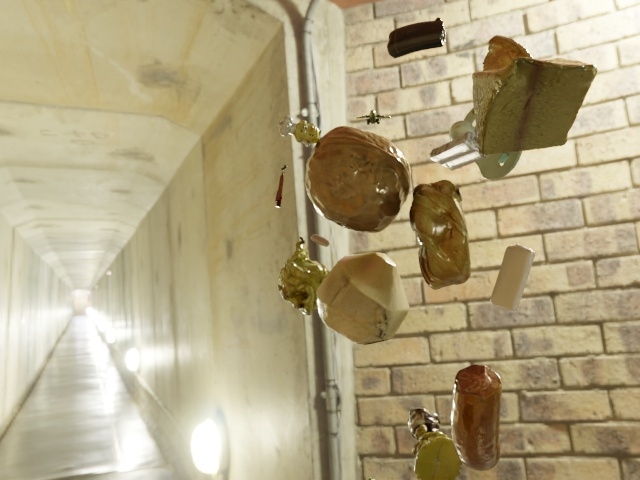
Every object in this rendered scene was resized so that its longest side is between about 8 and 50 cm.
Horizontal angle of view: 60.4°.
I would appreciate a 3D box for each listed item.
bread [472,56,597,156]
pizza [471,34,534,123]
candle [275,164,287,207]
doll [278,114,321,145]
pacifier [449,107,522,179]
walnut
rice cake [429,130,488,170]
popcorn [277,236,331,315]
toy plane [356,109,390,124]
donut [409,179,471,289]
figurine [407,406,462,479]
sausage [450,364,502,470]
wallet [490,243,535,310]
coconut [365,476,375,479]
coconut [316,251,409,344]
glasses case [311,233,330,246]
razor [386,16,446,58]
[{"bbox_3d":[0.493,-0.306,1.288,0.233,0.245,0.362,-6,16,12],"label":"bread"},{"bbox_3d":[0.582,-0.510,1.799,0.075,0.280,0.288,-2,-36,-24],"label":"pizza"},{"bbox_3d":[-0.148,-0.205,2.048,0.026,0.167,0.021,10,-12,-9],"label":"candle"},{"bbox_3d":[-0.078,-0.402,2.008,0.162,0.106,0.062,16,-31,-9],"label":"doll"},{"bbox_3d":[0.599,-0.394,2.041,0.269,0.343,0.288,4,-56,-32],"label":"pacifier"},{"bbox_3d":[0.126,-0.208,1.878,0.381,0.381,0.381,-4,-9,-1],"label":"walnut"},{"bbox_3d":[0.464,-0.291,1.839,0.106,0.050,0.298,27,-6,-9],"label":"rice cake"},{"bbox_3d":[-0.064,0.182,2.401,0.237,0.293,0.293,-41,-8,-4],"label":"popcorn"},{"bbox_3d":[0.158,-0.368,1.648,0.102,0.040,0.111,-3,9,7],"label":"toy plane"},{"bbox_3d":[0.376,-0.022,1.746,0.170,0.360,0.360,-9,-9,9],"label":"donut"},{"bbox_3d":[0.378,0.708,1.969,0.168,0.187,0.315,-17,13,-1],"label":"figurine"},{"bbox_3d":[0.320,0.378,1.124,0.108,0.271,0.109,-8,35,6],"label":"sausage"},{"bbox_3d":[0.550,0.104,1.574,0.033,0.190,0.095,16,0,-35],"label":"wallet"},{"bbox_3d":[0.207,1.023,2.259,0.087,0.096,0.088,5,-7,1],"label":"coconut"},{"bbox_3d":[0.162,0.201,1.988,0.352,0.353,0.352,-4,-9,-1],"label":"coconut"},{"bbox_3d":[0.000,0.000,2.219,0.083,0.032,0.021,25,-39,19],"label":"glasses case"},{"bbox_3d":[0.247,-0.519,1.410,0.148,0.090,0.054,-5,-33,26],"label":"razor"}]
